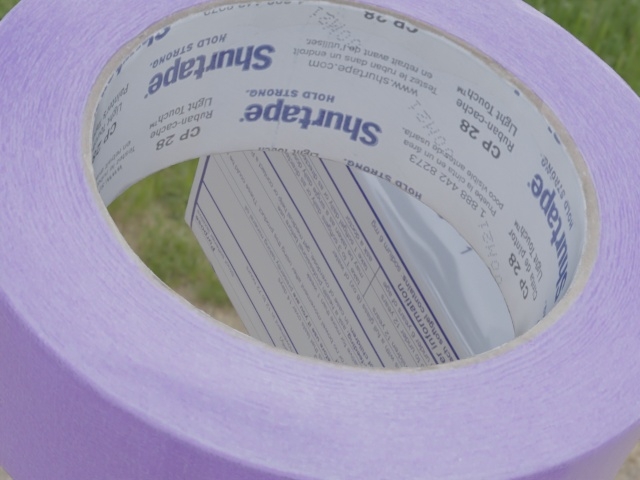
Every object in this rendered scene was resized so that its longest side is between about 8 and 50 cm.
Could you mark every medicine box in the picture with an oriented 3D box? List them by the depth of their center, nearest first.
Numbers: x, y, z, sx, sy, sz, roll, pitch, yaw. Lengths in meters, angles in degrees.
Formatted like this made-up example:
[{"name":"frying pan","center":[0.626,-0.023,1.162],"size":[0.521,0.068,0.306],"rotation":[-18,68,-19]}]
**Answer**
[{"name":"medicine box","center":[0.052,0.004,0.906],"size":[0.149,0.289,0.263],"rotation":[-22,70,-22]}]

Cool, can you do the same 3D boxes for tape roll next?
[{"name":"tape roll","center":[0.000,0.000,0.552],"size":[0.275,0.090,0.275],"rotation":[9,46,-9]}]
